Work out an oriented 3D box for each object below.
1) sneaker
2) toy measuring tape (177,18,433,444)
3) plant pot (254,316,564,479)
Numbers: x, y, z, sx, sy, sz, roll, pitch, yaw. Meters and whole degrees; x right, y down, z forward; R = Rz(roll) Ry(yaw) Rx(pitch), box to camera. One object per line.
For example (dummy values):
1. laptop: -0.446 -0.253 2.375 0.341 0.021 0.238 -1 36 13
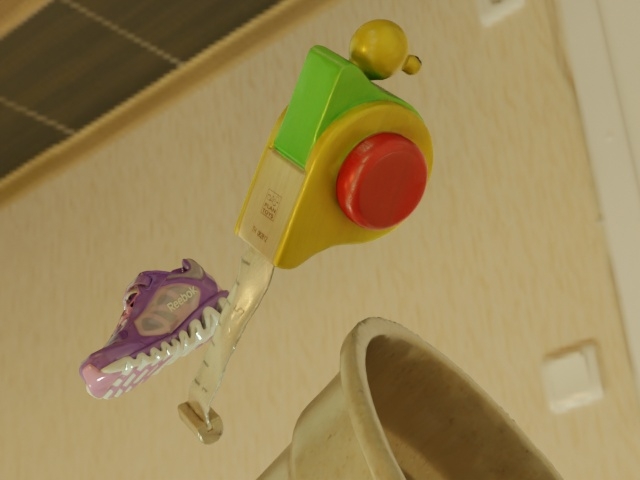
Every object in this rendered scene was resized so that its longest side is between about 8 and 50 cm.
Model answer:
1. sneaker: -0.187 0.089 1.406 0.095 0.104 0.236 -38 176 39
2. toy measuring tape: 0.000 0.000 0.927 0.121 0.121 0.330 13 107 -30
3. plant pot: 0.013 0.267 0.719 0.305 0.334 0.334 -40 142 13
